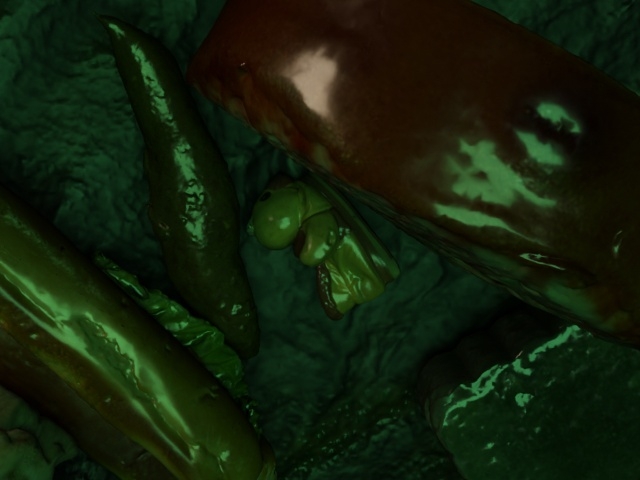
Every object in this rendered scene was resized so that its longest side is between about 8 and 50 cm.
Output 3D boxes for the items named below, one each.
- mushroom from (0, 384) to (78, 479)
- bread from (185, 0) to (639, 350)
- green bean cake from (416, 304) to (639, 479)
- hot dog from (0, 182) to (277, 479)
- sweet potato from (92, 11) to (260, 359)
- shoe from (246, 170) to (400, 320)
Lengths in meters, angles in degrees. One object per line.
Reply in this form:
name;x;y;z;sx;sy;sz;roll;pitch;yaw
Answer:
mushroom;-0.241;0.188;0.768;0.255;0.255;0.184;40;68;-13
bread;0.073;-0.056;0.685;0.295;0.327;0.114;31;92;-33
green bean cake;0.185;0.134;0.866;0.183;0.094;0.185;-32;104;2
hot dog;-0.160;0.069;0.809;0.337;0.135;0.100;43;51;-15
sweet potato;-0.091;-0.033;0.814;0.067;0.067;0.274;-18;110;-1
shoe;0.002;0.002;0.828;0.069;0.072;0.109;-45;103;0
